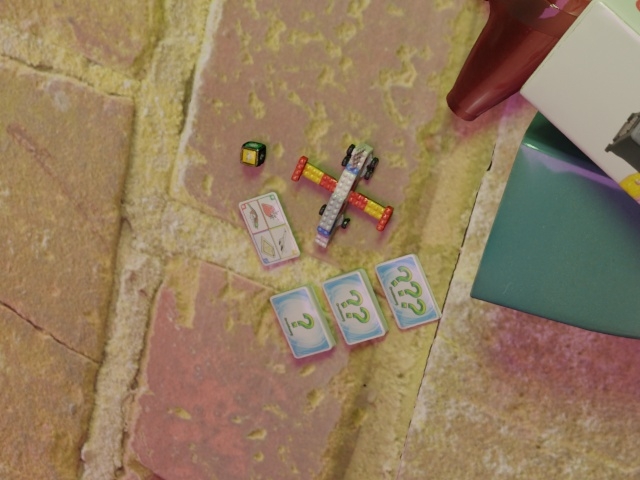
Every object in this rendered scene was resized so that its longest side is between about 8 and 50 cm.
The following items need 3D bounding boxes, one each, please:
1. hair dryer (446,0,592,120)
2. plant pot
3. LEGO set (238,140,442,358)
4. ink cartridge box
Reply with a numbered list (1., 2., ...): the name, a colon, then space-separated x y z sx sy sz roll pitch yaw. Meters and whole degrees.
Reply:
1. hair dryer: 0.166 -0.253 1.458 0.224 0.080 0.293 18 112 38
2. plant pot: 0.284 -0.007 1.428 0.234 0.165 0.165 21 118 10
3. LEGO set: 0.000 0.000 1.637 0.182 0.060 0.244 -17 100 27
4. ink cartridge box: 0.353 -0.099 1.310 0.306 0.226 0.131 43 132 7
